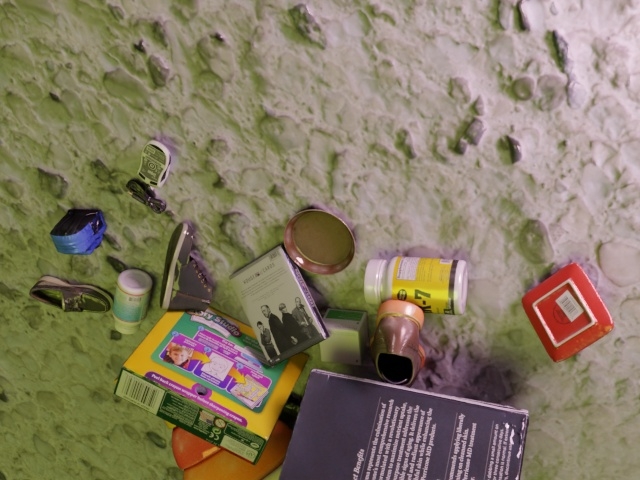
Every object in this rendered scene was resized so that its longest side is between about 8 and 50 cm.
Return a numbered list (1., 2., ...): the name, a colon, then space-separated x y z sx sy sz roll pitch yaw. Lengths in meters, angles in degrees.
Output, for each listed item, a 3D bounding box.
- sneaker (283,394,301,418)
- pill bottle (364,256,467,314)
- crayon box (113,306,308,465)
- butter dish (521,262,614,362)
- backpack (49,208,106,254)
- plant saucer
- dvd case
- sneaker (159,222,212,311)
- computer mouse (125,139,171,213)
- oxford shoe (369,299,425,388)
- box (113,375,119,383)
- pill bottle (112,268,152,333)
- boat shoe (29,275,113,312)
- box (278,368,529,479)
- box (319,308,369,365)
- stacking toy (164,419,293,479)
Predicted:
1. sneaker: -0.033 0.435 1.984 0.089 0.051 0.170 -32 110 31
2. pill bottle: 0.206 0.095 1.656 0.208 0.119 0.119 3 120 18
3. crayon box: -0.247 0.316 1.825 0.362 0.313 0.106 26 121 3
4. butter dish: 0.526 0.148 1.587 0.160 0.118 0.160 -44 58 35
5. backpack: -0.583 -0.012 1.862 0.097 0.120 0.101 -3 118 20
6. plant saucer: 0.000 0.000 1.724 0.168 0.029 0.169 8 122 13
7. dvd case: -0.099 0.153 1.792 0.179 0.029 0.239 -31 80 31
8. sneaker: -0.310 0.066 1.853 0.118 0.083 0.222 8 110 -22
9. computer mouse: -0.379 -0.155 1.756 0.106 0.042 0.193 33 130 3
10. oxford shoe: 0.161 0.273 1.714 0.129 0.133 0.364 6 147 12
11. box: -0.499 0.394 2.132 0.136 0.028 0.081 -24 109 31
12. pill bottle: -0.479 0.158 1.947 0.087 0.087 0.160 23 124 5
13. boat shoe: -0.654 0.155 2.013 0.223 0.073 0.080 15 123 11
14. box: 0.192 0.553 1.734 0.471 0.298 0.480 10 147 15
15. box: 0.055 0.225 1.804 0.101 0.087 0.102 4 121 17
16. stacking toy: -0.281 0.434 1.963 0.350 0.350 0.480 -31 89 31
